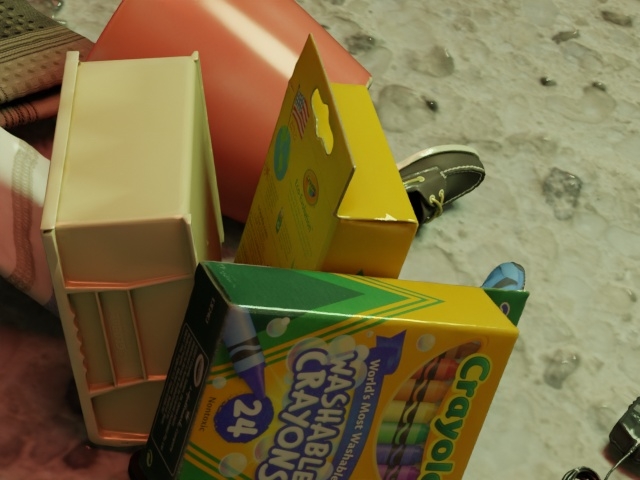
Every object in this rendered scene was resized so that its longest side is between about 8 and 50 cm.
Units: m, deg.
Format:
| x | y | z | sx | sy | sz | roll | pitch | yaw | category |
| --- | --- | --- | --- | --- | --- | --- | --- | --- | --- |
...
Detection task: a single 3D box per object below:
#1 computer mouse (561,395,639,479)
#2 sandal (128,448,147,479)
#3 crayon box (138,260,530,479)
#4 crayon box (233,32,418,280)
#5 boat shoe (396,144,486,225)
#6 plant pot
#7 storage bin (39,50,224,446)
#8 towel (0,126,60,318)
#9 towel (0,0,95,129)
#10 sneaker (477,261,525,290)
| x | y | z | sx | sy | sz | roll | pitch | yaw | category |
| --- | --- | --- | --- | --- | --- | --- | --- | --- | --- |
| 0.291 | 0.216 | 1.673 | 0.071 | 0.041 | 0.242 | 37 | 48 | 20 | computer mouse |
| -0.108 | 0.233 | 1.475 | 0.067 | 0.040 | 0.179 | -12 | 47 | -35 | sandal |
| 0.030 | 0.134 | 1.484 | 0.323 | 0.203 | 0.083 | 5 | 26 | -28 | crayon box |
| 0.000 | 0.000 | 1.579 | 0.081 | 0.318 | 0.202 | 4 | 41 | -18 | crayon box |
| 0.088 | -0.041 | 1.866 | 0.228 | 0.081 | 0.068 | -17 | 53 | -28 | boat shoe |
| -0.097 | -0.150 | 1.791 | 0.243 | 0.275 | 0.275 | 32 | 38 | -1 | plant pot |
| -0.157 | 0.006 | 1.560 | 0.123 | 0.260 | 0.262 | -5 | 38 | 1 | storage bin |
| -0.311 | -0.055 | 1.616 | 0.285 | 0.034 | 0.209 | 42 | 22 | -35 | towel |
| -0.427 | -0.196 | 1.845 | 0.312 | 0.056 | 0.324 | 32 | 39 | 31 | towel |
| 0.153 | 0.080 | 1.749 | 0.082 | 0.069 | 0.209 | 18 | 38 | 6 | sneaker |
